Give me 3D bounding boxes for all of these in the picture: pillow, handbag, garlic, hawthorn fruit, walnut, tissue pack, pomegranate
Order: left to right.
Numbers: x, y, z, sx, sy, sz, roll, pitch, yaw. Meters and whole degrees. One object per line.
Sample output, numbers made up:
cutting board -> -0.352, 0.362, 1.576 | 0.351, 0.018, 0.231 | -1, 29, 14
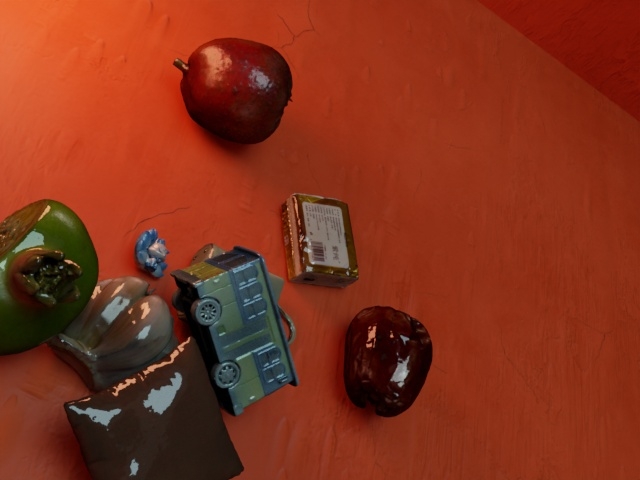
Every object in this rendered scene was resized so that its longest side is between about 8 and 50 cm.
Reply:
pomegranate -> -0.523, 0.085, 1.514 | 0.309, 0.359, 0.216 | -49, 123, -27
garlic -> -0.403, 0.196, 1.696 | 0.237, 0.210, 0.292 | 30, 45, 26
pillow -> -0.313, 0.383, 1.579 | 0.308, 0.108, 0.305 | -26, 100, -41
hawthorn fruit -> -0.224, -0.389, 2.083 | 0.307, 0.265, 0.265 | 25, 52, -14
handbag -> -0.166, 0.153, 1.909 | 0.315, 0.109, 0.241 | 30, 51, -26
tissue pack -> 0.000, 0.000, 2.132 | 0.183, 0.092, 0.226 | 10, 59, -34
walnut -> 0.156, 0.304, 2.019 | 0.222, 0.244, 0.269 | 12, 56, 14

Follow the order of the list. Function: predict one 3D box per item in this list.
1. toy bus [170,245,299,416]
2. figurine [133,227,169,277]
toy bus -> -0.180, 0.187, 1.735 | 0.190, 0.152, 0.312 | -23, 108, -26
figurine -> -0.373, 0.020, 1.837 | 0.114, 0.079, 0.114 | 23, 62, -55
